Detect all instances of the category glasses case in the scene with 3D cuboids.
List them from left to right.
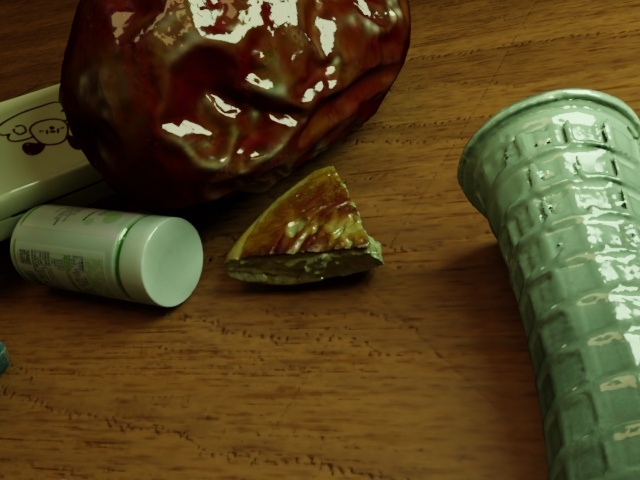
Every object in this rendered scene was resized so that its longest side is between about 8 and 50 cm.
[{"bbox_3d":[-0.299,-0.098,0.794,0.313,0.070,0.131,-28,64,-30],"label":"glasses case"}]

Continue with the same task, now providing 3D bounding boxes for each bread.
[{"bbox_3d":[-0.023,0.002,0.655,0.136,0.054,0.154,-23,34,-3],"label":"bread"}]

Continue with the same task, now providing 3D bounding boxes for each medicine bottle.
[{"bbox_3d":[-0.213,0.012,0.706,0.183,0.086,0.086,7,48,30],"label":"medicine bottle"}]

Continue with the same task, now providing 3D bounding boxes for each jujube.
[{"bbox_3d":[-0.079,-0.196,0.732,0.276,0.276,0.377,18,42,38],"label":"jujube"}]

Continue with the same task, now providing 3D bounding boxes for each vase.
[{"bbox_3d":[0.177,0.044,0.457,0.143,0.143,0.299,-12,43,13],"label":"vase"}]

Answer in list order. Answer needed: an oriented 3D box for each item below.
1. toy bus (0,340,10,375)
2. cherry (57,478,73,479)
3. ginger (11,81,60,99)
[{"bbox_3d":[-0.447,0.097,0.658,0.275,0.167,0.138,5,46,22],"label":"toy bus"},{"bbox_3d":[-0.220,0.199,0.273,0.213,0.183,0.266,-3,55,41],"label":"cherry"},{"bbox_3d":[-0.373,-0.111,0.903,0.133,0.107,0.309,-3,41,32],"label":"ginger"}]
